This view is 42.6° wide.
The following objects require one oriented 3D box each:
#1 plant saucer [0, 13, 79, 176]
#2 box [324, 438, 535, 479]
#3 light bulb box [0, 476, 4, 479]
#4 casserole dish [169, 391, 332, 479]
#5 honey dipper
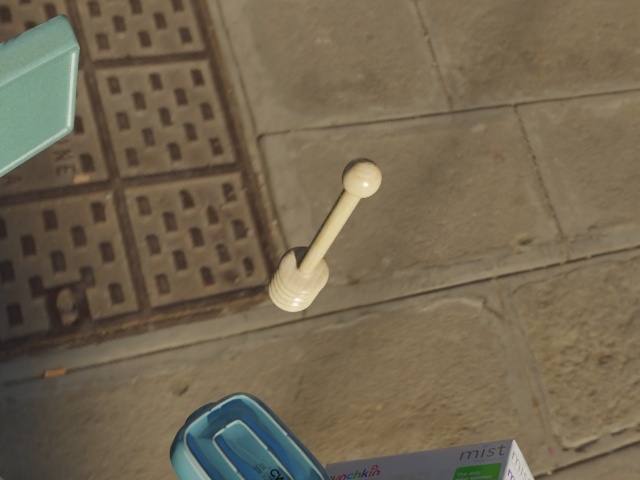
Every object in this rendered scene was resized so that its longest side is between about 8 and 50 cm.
[{"bbox_3d":[-0.168,-0.029,0.336,0.018,0.067,0.192,33,46,10],"label":"plant saucer"},{"bbox_3d":[0.100,0.355,0.912,0.127,0.262,0.231,62,33,-17],"label":"box"},{"bbox_3d":[-0.404,0.413,0.754,0.361,0.225,0.358,35,101,7],"label":"light bulb box"},{"bbox_3d":[-0.063,0.215,0.771,0.114,0.037,0.188,-31,56,-27],"label":"casserole dish"},{"bbox_3d":[0.000,0.000,0.432,0.030,0.161,0.031,5,67,-12],"label":"honey dipper"}]
